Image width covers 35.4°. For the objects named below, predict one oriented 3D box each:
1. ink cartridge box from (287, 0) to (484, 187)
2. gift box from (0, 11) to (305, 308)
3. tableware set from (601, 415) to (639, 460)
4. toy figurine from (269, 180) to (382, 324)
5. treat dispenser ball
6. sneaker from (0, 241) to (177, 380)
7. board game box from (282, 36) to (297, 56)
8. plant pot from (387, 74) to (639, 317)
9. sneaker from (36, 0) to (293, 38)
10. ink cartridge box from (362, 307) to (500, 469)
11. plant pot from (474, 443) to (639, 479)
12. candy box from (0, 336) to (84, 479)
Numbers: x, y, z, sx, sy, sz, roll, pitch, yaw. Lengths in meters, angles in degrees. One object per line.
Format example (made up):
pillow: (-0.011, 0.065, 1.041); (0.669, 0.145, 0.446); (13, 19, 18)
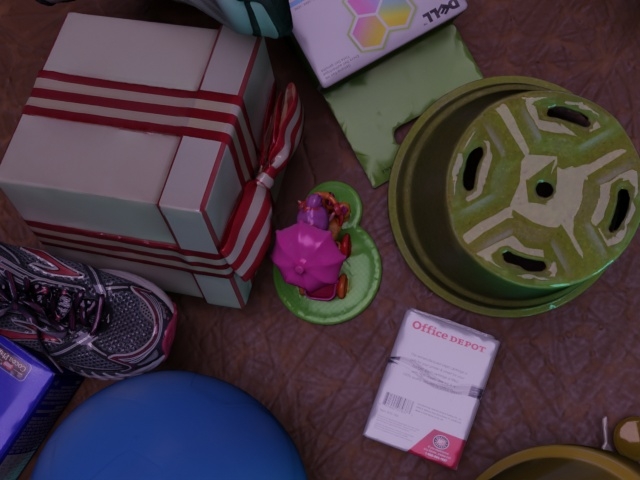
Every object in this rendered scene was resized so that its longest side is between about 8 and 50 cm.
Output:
ink cartridge box: (0.081, -0.214, 1.140); (0.189, 0.097, 0.255); (-29, 93, 0)
gift box: (-0.156, -0.083, 1.111); (0.258, 0.276, 0.255); (9, 68, 13)
tableware set: (0.377, 0.243, 1.089); (0.154, 0.024, 0.104); (1, 84, 7)
toy figurine: (0.000, 0.000, 1.113); (0.130, 0.159, 0.173); (6, 80, 9)
treat dispenser ball: (-0.152, 0.277, 1.020); (0.288, 0.288, 0.288); (-1, 80, 8)
sneaker: (-0.296, 0.069, 1.050); (0.299, 0.112, 0.121); (13, 81, 9)
board game box: (-0.003, -0.306, 1.224); (0.141, 0.048, 0.170); (-38, 77, 1)
plant pot: (0.206, -0.048, 1.019); (0.276, 0.254, 0.276); (0, 91, 4)
sneaker: (-0.178, -0.269, 0.986); (0.257, 0.447, 0.169); (-12, 110, -7)
ink cartridge box: (0.124, 0.164, 1.115); (0.109, 0.063, 0.150); (19, 83, 11)
plant pot: (0.214, 0.317, 0.948); (0.254, 0.239, 0.254); (-8, 74, 29)
candy box: (-0.478, 0.216, 1.163); (0.268, 0.122, 0.317); (33, 85, 11)
